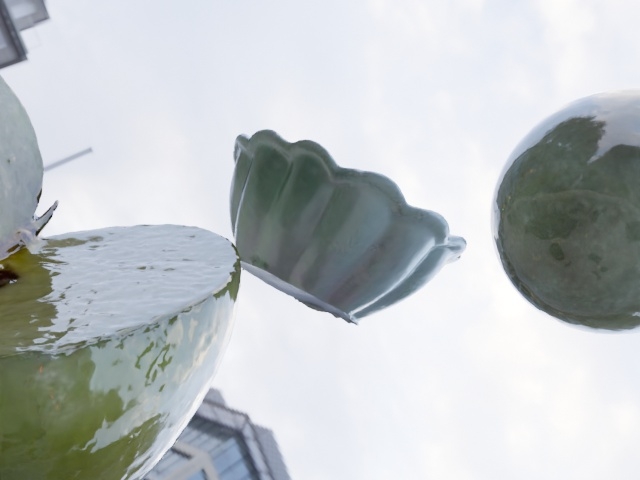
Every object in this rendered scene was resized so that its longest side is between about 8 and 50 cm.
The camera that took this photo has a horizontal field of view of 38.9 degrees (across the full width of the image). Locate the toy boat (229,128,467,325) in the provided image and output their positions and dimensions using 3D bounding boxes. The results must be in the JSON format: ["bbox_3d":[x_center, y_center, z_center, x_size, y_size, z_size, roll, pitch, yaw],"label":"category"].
[{"bbox_3d":[0.000,0.000,0.738,0.199,0.100,0.290,30,-7,-6],"label":"toy boat"}]

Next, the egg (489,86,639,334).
[{"bbox_3d":[0.321,-0.033,0.956,0.258,0.352,0.258,18,-61,36],"label":"egg"}]

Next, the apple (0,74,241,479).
[{"bbox_3d":[-0.212,0.045,0.509,0.295,0.258,0.233,32,-60,-1],"label":"apple"}]
